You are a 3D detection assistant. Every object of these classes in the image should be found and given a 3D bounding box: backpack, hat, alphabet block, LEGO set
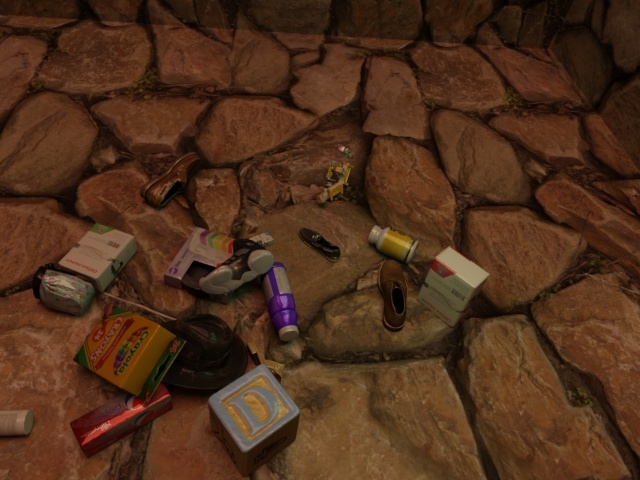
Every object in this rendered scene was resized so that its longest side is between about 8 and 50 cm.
[{"bbox_3d":[-0.849,0.169,1.750,0.182,0.152,0.115,19,53,-8],"label":"backpack"},{"bbox_3d":[-0.375,0.309,1.633,0.332,0.133,0.331,14,33,-9],"label":"hat"},{"bbox_3d":[-0.189,0.508,1.495,0.193,0.197,0.192,-27,58,-28],"label":"alphabet block"},{"bbox_3d":[0.044,-0.268,2.291,0.107,0.132,0.287,18,70,30],"label":"LEGO set"}]

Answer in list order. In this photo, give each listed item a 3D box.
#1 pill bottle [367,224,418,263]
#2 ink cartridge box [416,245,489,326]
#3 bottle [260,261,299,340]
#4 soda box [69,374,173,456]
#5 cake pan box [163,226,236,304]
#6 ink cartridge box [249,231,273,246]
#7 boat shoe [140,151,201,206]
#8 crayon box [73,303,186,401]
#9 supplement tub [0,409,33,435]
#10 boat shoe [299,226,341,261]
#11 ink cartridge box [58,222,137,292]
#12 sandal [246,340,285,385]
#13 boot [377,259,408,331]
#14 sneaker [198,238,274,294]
[{"bbox_3d":[0.283,0.010,2.073,0.184,0.103,0.103,26,50,14],"label":"pill bottle"},{"bbox_3d":[0.463,0.167,1.872,0.172,0.237,0.100,39,52,25],"label":"ink cartridge box"},{"bbox_3d":[-0.139,0.210,1.821,0.092,0.118,0.282,-5,48,-18],"label":"bottle"},{"bbox_3d":[-0.564,0.500,1.515,0.263,0.092,0.083,-27,56,-29],"label":"soda box"},{"bbox_3d":[-0.402,0.090,1.926,0.246,0.070,0.266,17,49,10],"label":"cake pan box"},{"bbox_3d":[-0.232,0.003,2.053,0.083,0.028,0.048,-22,55,-25],"label":"ink cartridge box"},{"bbox_3d":[-0.591,-0.244,2.179,0.104,0.110,0.307,34,62,16],"label":"boat shoe"},{"bbox_3d":[-0.566,0.323,1.558,0.319,0.081,0.202,11,62,37],"label":"crayon box"},{"bbox_3d":[-0.872,0.509,1.476,0.107,0.071,0.071,1,48,-7],"label":"supplement tub"},{"bbox_3d":[0.000,0.000,2.066,0.206,0.065,0.075,39,54,24],"label":"boat shoe"},{"bbox_3d":[-0.787,0.059,1.877,0.160,0.092,0.219,19,49,10],"label":"ink cartridge box"},{"bbox_3d":[-0.152,0.401,1.669,0.079,0.088,0.240,-23,50,-19],"label":"sandal"},{"bbox_3d":[0.274,0.172,1.921,0.112,0.115,0.305,4,47,-3],"label":"boot"},{"bbox_3d":[-0.303,0.084,1.843,0.269,0.101,0.153,-24,37,-10],"label":"sneaker"}]
